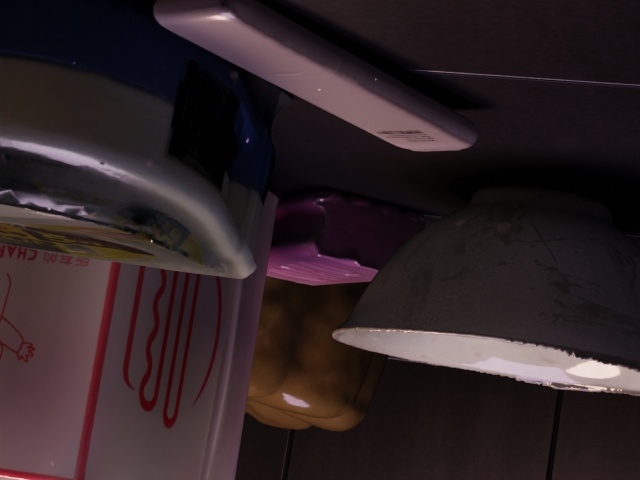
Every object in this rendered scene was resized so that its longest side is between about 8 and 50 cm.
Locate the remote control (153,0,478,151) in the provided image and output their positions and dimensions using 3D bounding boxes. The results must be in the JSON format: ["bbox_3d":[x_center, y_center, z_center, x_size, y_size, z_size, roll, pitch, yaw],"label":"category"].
[{"bbox_3d":[0.006,-0.105,1.010,0.067,0.029,0.261,2,167,40],"label":"remote control"}]

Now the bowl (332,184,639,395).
[{"bbox_3d":[0.174,0.036,1.347,0.313,0.146,0.313,10,171,2],"label":"bowl"}]

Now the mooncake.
[{"bbox_3d":[-0.104,0.102,1.902,0.379,0.200,0.378,8,171,1],"label":"mooncake"}]

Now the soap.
[{"bbox_3d":[0.000,0.000,1.565,0.122,0.065,0.203,13,171,-26],"label":"soap"}]

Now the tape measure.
[{"bbox_3d":[-0.170,-0.069,1.057,0.259,0.138,0.262,6,171,10],"label":"tape measure"}]

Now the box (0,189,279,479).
[{"bbox_3d":[-0.246,0.063,1.417,0.314,0.312,0.300,5,169,20],"label":"box"}]
